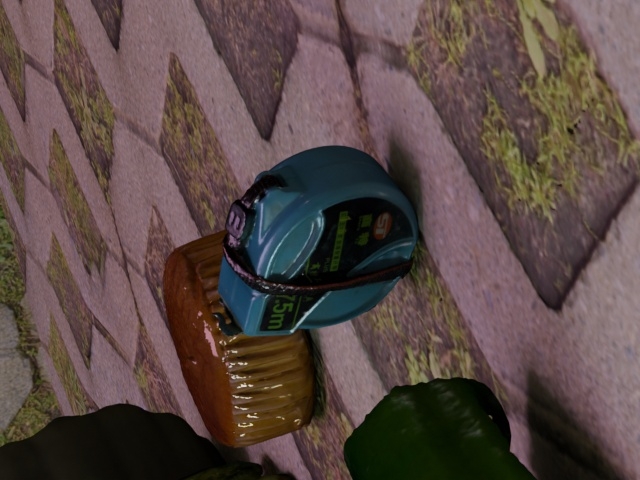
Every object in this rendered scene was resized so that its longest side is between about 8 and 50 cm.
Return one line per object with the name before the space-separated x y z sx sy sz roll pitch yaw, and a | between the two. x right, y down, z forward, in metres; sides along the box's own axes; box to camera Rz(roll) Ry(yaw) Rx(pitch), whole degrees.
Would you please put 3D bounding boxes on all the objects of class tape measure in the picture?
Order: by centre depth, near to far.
tape measure | 0.000 0.000 1.265 0.081 0.146 0.125 53 139 44

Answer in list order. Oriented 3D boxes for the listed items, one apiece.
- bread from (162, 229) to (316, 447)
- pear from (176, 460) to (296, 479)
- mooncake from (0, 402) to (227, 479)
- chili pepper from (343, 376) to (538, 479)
bread | -0.078 0.088 1.666 0.199 0.104 0.199 163 90 -76
pear | -0.066 0.373 1.860 0.238 0.164 0.255 6 119 61
mooncake | -0.251 0.341 2.084 0.187 0.351 0.351 -122 21 -46
chili pepper | 0.123 0.272 1.095 0.213 0.167 0.385 99 150 -54
